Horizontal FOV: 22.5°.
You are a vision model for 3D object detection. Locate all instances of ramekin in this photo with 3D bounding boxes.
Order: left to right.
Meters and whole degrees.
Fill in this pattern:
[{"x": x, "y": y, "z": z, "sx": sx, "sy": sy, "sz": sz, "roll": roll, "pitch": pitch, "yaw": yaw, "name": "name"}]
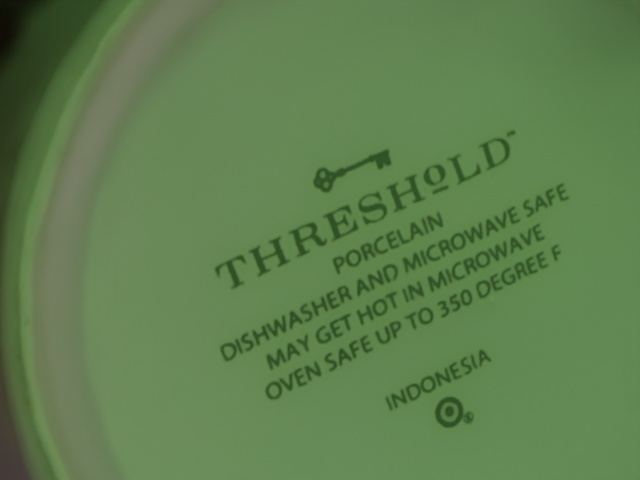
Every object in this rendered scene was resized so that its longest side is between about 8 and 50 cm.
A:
[{"x": 0.010, "y": 0.008, "z": 0.438, "sx": 0.273, "sy": 0.127, "sz": 0.272, "roll": -2, "pitch": 96, "yaw": -20, "name": "ramekin"}]
